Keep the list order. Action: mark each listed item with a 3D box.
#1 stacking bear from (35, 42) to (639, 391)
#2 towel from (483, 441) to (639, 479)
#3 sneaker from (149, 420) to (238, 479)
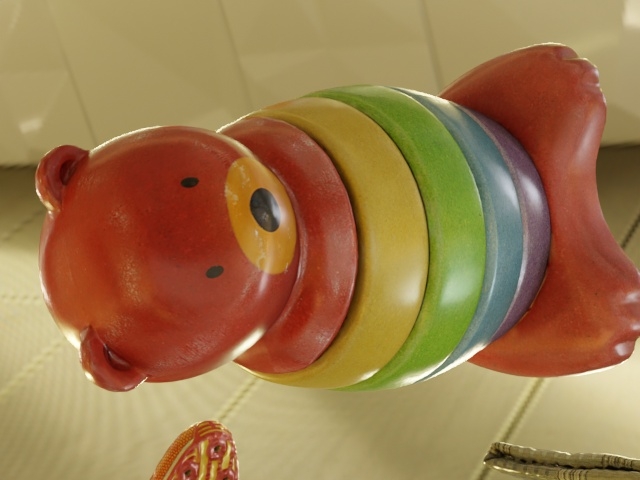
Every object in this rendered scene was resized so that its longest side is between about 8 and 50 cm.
[{"bbox_3d":[0.000,0.000,0.661,0.289,0.175,0.164,-5,172,-46],"label":"stacking bear"},{"bbox_3d":[0.369,0.240,1.332,0.312,0.056,0.324,20,167,-29],"label":"towel"},{"bbox_3d":[-0.100,0.174,0.830,0.064,0.175,0.067,4,-149,-38],"label":"sneaker"}]
